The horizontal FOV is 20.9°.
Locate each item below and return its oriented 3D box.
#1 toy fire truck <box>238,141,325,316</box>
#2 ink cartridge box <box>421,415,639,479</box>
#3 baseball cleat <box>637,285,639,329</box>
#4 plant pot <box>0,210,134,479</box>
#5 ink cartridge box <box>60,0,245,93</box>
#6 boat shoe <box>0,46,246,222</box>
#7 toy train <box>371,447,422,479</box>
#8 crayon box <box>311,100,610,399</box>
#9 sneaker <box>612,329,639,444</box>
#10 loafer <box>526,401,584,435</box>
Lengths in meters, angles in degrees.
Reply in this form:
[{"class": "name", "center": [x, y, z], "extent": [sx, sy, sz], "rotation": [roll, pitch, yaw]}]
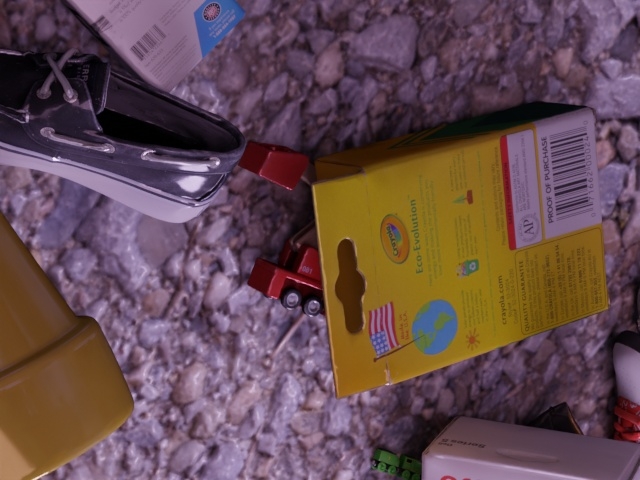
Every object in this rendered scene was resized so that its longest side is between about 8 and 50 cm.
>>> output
[{"class": "toy fire truck", "center": [0.000, 0.000, 1.580], "extent": [0.192, 0.047, 0.135], "rotation": [21, 92, -30]}, {"class": "ink cartridge box", "center": [0.203, 0.323, 1.671], "extent": [0.115, 0.198, 0.273], "rotation": [-34, 128, -63]}, {"class": "baseball cleat", "center": [0.396, 0.107, 1.786], "extent": [0.109, 0.072, 0.206], "rotation": [-43, 110, -42]}, {"class": "plant pot", "center": [-0.306, 0.075, 1.369], "extent": [0.254, 0.254, 0.239], "rotation": [-24, 98, -16]}, {"class": "ink cartridge box", "center": [-0.162, -0.219, 1.436], "extent": [0.104, 0.060, 0.180], "rotation": [-46, 118, -5]}, {"class": "boat shoe", "center": [-0.203, -0.108, 1.395], "extent": [0.301, 0.108, 0.102], "rotation": [23, 135, -21]}, {"class": "toy train", "center": [0.086, 0.223, 1.701], "extent": [0.083, 0.017, 0.023], "rotation": [21, 85, -28]}, {"class": "crayon box", "center": [0.114, 0.002, 1.574], "extent": [0.318, 0.081, 0.202], "rotation": [-15, 106, -32]}, {"class": "sneaker", "center": [0.331, 0.230, 1.771], "extent": [0.145, 0.090, 0.270], "rotation": [-38, 119, -13]}, {"class": "loafer", "center": [0.273, 0.236, 1.723], "extent": [0.061, 0.062, 0.170], "rotation": [-44, 88, 10]}]
